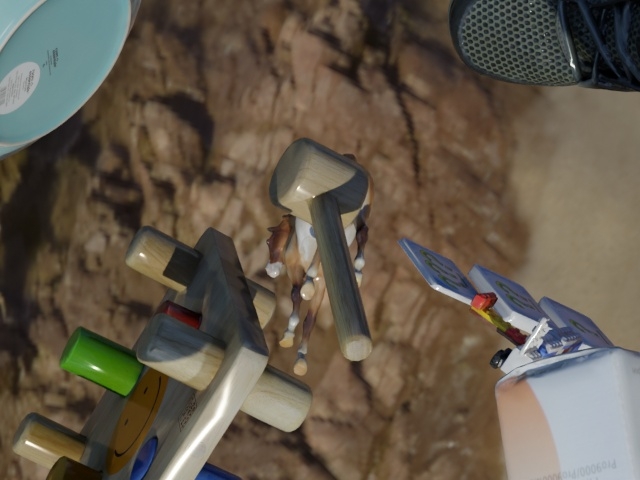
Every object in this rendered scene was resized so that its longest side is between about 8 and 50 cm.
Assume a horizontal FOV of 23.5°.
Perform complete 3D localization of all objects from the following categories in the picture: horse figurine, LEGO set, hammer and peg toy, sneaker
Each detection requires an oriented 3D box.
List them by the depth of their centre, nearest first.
[{"bbox_3d":[0.144,-0.091,0.663,0.227,0.087,0.130,3,32,31],"label":"sneaker"},{"bbox_3d":[0.169,0.068,1.028,0.182,0.244,0.060,25,107,-26],"label":"LEGO set"},{"bbox_3d":[-0.098,0.091,1.121,0.127,0.266,0.361,29,103,-18],"label":"hammer and peg toy"},{"bbox_3d":[0.000,0.000,1.393,0.066,0.263,0.174,12,56,-9],"label":"horse figurine"}]

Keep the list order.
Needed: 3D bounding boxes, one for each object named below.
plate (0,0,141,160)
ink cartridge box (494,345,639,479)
[{"bbox_3d":[-0.169,-0.115,0.942,0.024,0.188,0.188,39,66,17],"label":"plate"},{"bbox_3d":[0.116,0.125,0.414,0.145,0.045,0.179,14,66,-44],"label":"ink cartridge box"}]
